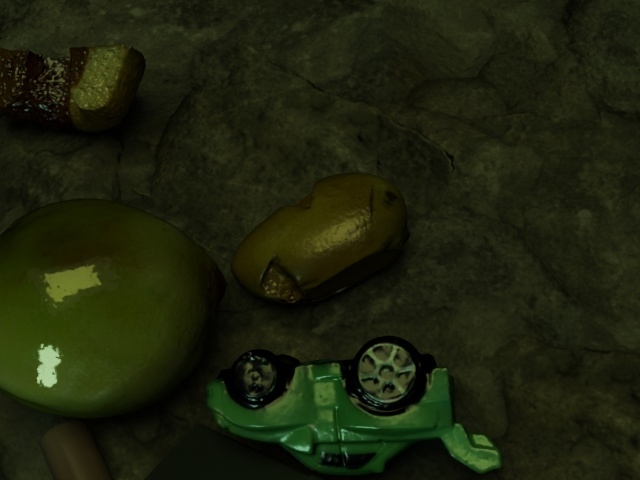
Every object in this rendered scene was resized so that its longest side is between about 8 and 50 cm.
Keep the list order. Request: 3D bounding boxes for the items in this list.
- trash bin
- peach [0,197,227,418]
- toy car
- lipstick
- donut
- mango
[{"bbox_3d":[-0.099,0.344,1.444,0.236,0.101,0.176,22,44,22],"label":"trash bin"},{"bbox_3d":[-0.300,0.085,1.543,0.316,0.281,0.314,14,56,5],"label":"peach"},{"bbox_3d":[0.042,0.216,1.470,0.359,0.213,0.176,-5,80,5],"label":"toy car"},{"bbox_3d":[-0.285,0.353,1.501,0.070,0.070,0.254,-28,60,-9],"label":"lipstick"},{"bbox_3d":[-0.394,-0.230,1.829,0.295,0.151,0.112,6,73,25],"label":"donut"},{"bbox_3d":[0.000,0.000,1.645,0.262,0.130,0.167,-30,55,-6],"label":"mango"}]
